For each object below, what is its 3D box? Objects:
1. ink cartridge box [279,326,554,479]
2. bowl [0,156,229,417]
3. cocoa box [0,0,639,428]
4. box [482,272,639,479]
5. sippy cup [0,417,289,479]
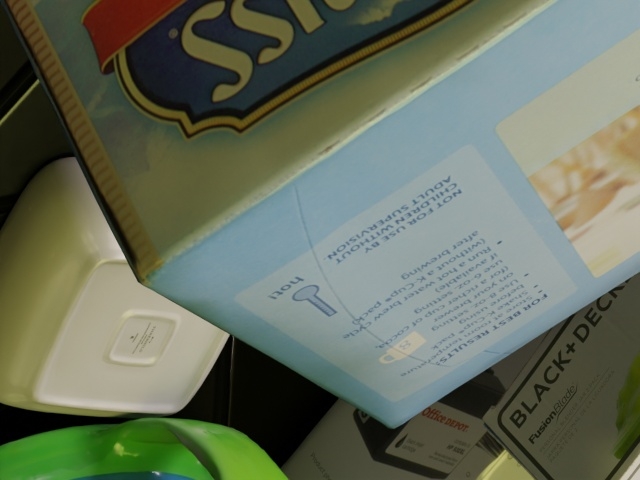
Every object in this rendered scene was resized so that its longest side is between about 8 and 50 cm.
[{"bbox_3d":[0.129,0.135,0.895,0.223,0.129,0.307,29,105,-44],"label":"ink cartridge box"},{"bbox_3d":[-0.100,0.036,0.720,0.142,0.053,0.142,11,118,-38],"label":"bowl"},{"bbox_3d":[0.079,-0.130,0.507,0.347,0.228,0.231,-34,153,8],"label":"cocoa box"},{"bbox_3d":[0.243,0.091,0.783,0.290,0.087,0.169,24,107,-43],"label":"box"},{"bbox_3d":[-0.115,0.254,0.743,0.240,0.224,0.305,-16,139,-18],"label":"sippy cup"}]
